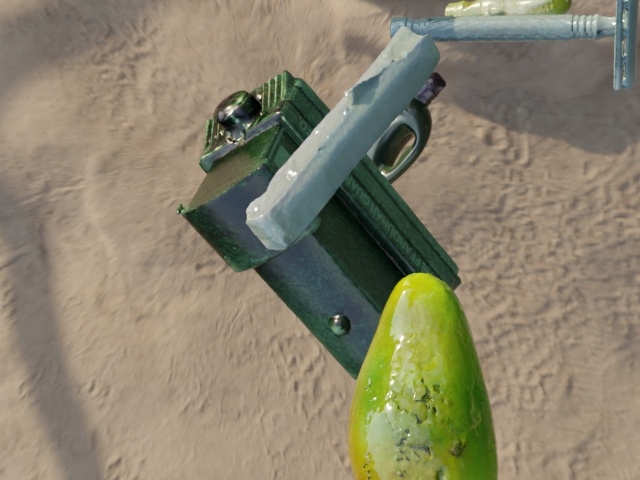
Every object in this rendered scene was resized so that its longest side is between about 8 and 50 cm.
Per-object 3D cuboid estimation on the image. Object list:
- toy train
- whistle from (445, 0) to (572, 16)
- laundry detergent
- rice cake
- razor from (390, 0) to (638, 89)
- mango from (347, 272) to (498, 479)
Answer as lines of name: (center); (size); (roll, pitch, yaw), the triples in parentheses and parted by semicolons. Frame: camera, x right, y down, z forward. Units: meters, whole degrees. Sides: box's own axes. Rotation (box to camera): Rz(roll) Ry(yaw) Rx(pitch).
toy train: (0.000, 0.000, 1.087); (0.138, 0.178, 0.330); (-28, 114, 31)
whistle: (0.292, -0.358, 1.695); (0.198, 0.104, 0.057); (-5, 117, 29)
laundry detergent: (0.114, -0.171, 1.710); (0.221, 0.078, 0.144); (-39, 54, 21)
rice cake: (0.014, -0.071, 0.707); (0.180, 0.030, 0.042); (-51, 124, -18)
razor: (0.181, -0.203, 1.033); (0.232, 0.068, 0.106); (4, 115, 18)
mango: (0.083, 0.143, 0.900); (0.111, 0.125, 0.233); (-7, 88, 35)
